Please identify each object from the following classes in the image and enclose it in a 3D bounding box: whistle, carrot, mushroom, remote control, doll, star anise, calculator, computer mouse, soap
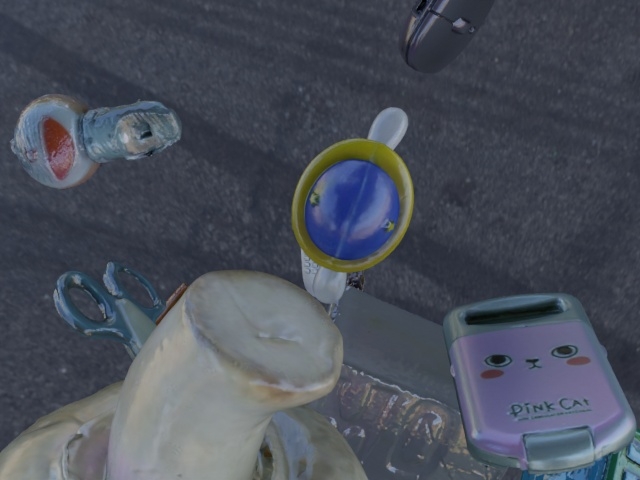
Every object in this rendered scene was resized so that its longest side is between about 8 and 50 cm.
[{"bbox_3d":[-0.434,-0.192,1.710,0.348,0.189,0.189,-6,67,14],"label":"whistle"},{"bbox_3d":[-0.310,0.155,1.828,0.055,0.055,0.161,35,83,19],"label":"carrot"},{"bbox_3d":[-0.082,0.213,0.693,0.356,0.315,0.315,-33,66,13],"label":"mushroom"},{"bbox_3d":[0.000,0.000,1.802,0.073,0.044,0.229,1,94,39],"label":"remote control"},{"bbox_3d":[0.024,-0.030,1.312,0.160,0.310,0.242,13,24,-13],"label":"doll"},{"bbox_3d":[0.062,0.119,1.983,0.056,0.124,0.129,25,34,2],"label":"star anise"},{"bbox_3d":[0.188,0.120,0.823,0.141,0.045,0.246,-7,28,5],"label":"calculator"},{"bbox_3d":[0.135,-0.226,0.917,0.057,0.232,0.120,35,109,5],"label":"computer mouse"},{"bbox_3d":[0.164,0.343,1.822,0.435,0.350,0.213,21,33,-1],"label":"soap"}]

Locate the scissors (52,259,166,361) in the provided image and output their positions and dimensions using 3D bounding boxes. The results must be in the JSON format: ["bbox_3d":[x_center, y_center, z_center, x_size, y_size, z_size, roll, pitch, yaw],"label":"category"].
[{"bbox_3d":[-0.184,0.136,1.032,0.289,0.138,0.041,48,122,18],"label":"scissors"}]

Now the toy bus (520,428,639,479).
[{"bbox_3d":[0.363,0.414,1.248,0.184,0.199,0.343,-16,43,47],"label":"toy bus"}]
